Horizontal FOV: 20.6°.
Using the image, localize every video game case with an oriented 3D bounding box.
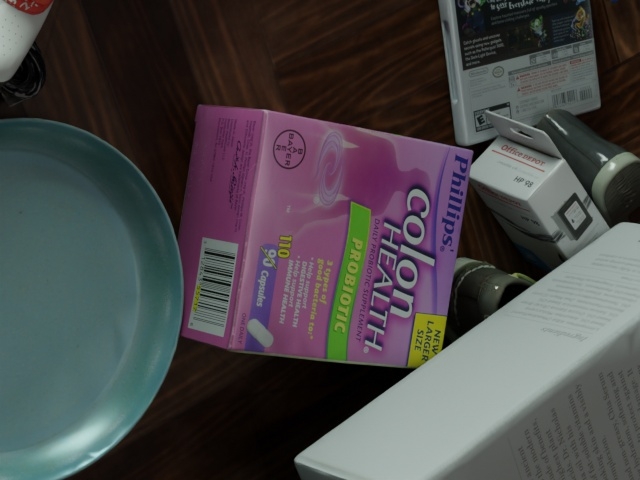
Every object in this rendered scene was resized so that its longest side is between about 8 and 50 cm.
[{"bbox_3d":[0.205,-0.201,1.802,0.190,0.022,0.173,-17,106,-32],"label":"video game case"}]

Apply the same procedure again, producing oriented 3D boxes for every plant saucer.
[{"bbox_3d":[-0.262,0.054,1.488,0.318,0.044,0.317,-5,99,-36],"label":"plant saucer"}]

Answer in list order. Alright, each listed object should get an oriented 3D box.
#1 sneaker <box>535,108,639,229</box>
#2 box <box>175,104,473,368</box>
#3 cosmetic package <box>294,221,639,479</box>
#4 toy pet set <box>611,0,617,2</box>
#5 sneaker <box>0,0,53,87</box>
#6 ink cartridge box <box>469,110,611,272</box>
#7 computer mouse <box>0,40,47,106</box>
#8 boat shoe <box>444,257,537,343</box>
[{"bbox_3d":[0.296,-0.053,1.856,0.083,0.118,0.222,-37,146,-9],"label":"sneaker"},{"bbox_3d":[0.000,0.000,1.622,0.243,0.117,0.213,9,91,-36],"label":"box"},{"bbox_3d":[0.219,0.191,1.639,0.453,0.161,0.230,-32,115,-30],"label":"cosmetic package"},{"bbox_3d":[0.340,-0.334,1.871,0.122,0.065,0.114,-30,147,-26],"label":"toy pet set"},{"bbox_3d":[-0.214,-0.255,1.382,0.090,0.145,0.270,27,66,-42],"label":"sneaker"},{"bbox_3d":[0.216,-0.041,1.766,0.060,0.104,0.180,-47,126,-11],"label":"ink cartridge box"},{"bbox_3d":[-0.355,-0.142,1.386,0.272,0.072,0.188,-41,116,-38],"label":"computer mouse"},{"bbox_3d":[0.236,0.128,1.823,0.305,0.091,0.109,42,72,-32],"label":"boat shoe"}]
